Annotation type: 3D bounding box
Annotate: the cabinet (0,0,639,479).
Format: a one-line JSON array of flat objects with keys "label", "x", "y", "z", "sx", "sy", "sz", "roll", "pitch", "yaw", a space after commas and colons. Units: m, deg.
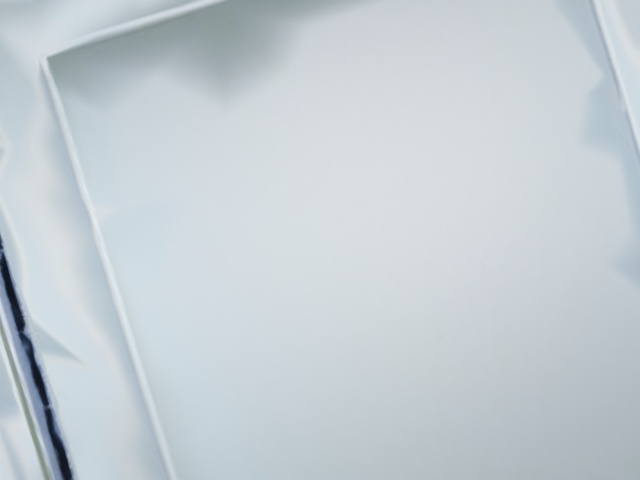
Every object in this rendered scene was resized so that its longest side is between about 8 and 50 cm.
[{"label": "cabinet", "x": 0.000, "y": 0.000, "z": 0.553, "sx": 0.228, "sy": 0.290, "sz": 0.318, "roll": -18, "pitch": 89, "yaw": 4}]
